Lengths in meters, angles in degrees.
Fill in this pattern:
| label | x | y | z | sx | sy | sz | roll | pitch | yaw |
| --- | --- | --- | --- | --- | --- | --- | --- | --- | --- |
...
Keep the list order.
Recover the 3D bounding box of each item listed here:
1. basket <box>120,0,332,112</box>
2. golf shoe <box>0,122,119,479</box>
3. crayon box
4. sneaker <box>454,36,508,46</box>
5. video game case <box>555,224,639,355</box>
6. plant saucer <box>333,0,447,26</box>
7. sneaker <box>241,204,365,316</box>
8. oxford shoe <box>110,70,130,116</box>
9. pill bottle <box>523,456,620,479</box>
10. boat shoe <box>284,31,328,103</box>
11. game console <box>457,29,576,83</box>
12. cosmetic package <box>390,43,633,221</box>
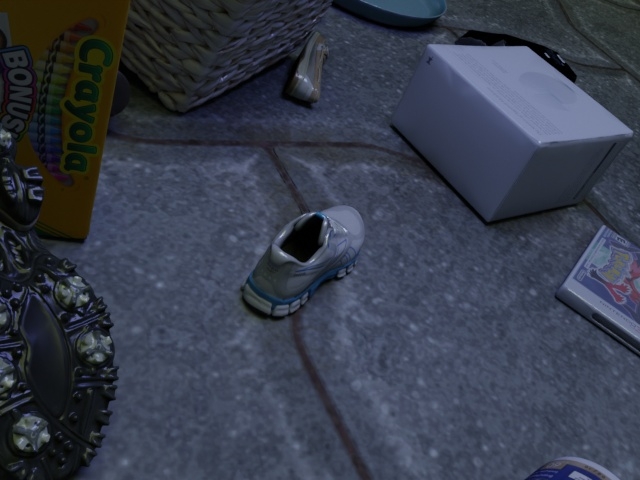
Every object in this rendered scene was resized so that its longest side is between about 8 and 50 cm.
| label | x | y | z | sx | sy | sz | roll | pitch | yaw |
| --- | --- | --- | --- | --- | --- | --- | --- | --- | --- |
| basket | -0.142 | -0.393 | 0.858 | 0.328 | 0.266 | 0.331 | 44 | 45 | 0 |
| golf shoe | -0.233 | 0.046 | 0.503 | 0.105 | 0.120 | 0.273 | -11 | 72 | -45 |
| crayon box | -0.250 | -0.134 | 0.548 | 0.165 | 0.278 | 0.081 | 7 | 40 | -22 |
| sneaker | 0.292 | -0.280 | 1.200 | 0.051 | 0.089 | 0.170 | 6 | 71 | -61 |
| video game case | 0.408 | 0.074 | 0.875 | 0.183 | 0.023 | 0.201 | 37 | 39 | 15 |
| plant saucer | 0.097 | -0.505 | 1.366 | 0.317 | 0.043 | 0.317 | 15 | 39 | -12 |
| sneaker | 0.000 | 0.000 | 0.691 | 0.071 | 0.083 | 0.191 | 32 | 37 | 11 |
| oxford shoe | -0.315 | -0.154 | 0.725 | 0.212 | 0.076 | 0.076 | -3 | 16 | -28 |
| pill bottle | 0.152 | 0.231 | 0.494 | 0.169 | 0.094 | 0.094 | -16 | 53 | -41 |
| boat shoe | -0.012 | -0.250 | 1.001 | 0.048 | 0.056 | 0.153 | 28 | 38 | -12 |
| game console | 0.398 | -0.281 | 1.272 | 0.213 | 0.044 | 0.361 | 7 | 41 | -19 |
| cosmetic package | 0.264 | -0.159 | 0.975 | 0.225 | 0.138 | 0.224 | -10 | 50 | -38 |
